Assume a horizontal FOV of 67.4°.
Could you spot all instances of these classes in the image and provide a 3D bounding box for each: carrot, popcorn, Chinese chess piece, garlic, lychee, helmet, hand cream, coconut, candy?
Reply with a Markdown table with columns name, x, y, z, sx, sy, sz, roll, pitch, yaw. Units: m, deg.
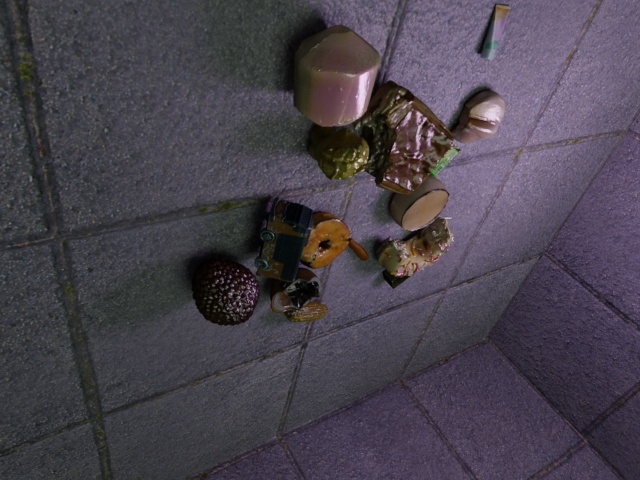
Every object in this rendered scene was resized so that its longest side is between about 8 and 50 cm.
| name | x | y | z | sx | sy | sz | roll | pitch | yaw |
| --- | --- | --- | --- | --- | --- | --- | --- | --- | --- |
| carrot | 0.153 | 0.030 | 2.092 | 0.043 | 0.043 | 0.248 | -42 | 143 | 4 |
| popcorn | 0.058 | -0.290 | 1.529 | 0.169 | 0.195 | 0.173 | -33 | 144 | 2 |
| Chinese chess piece | 0.422 | -0.159 | 2.051 | 0.258 | 0.104 | 0.257 | -22 | 146 | -16 |
| garlic | 0.657 | -0.485 | 1.921 | 0.228 | 0.110 | 0.217 | -9 | 131 | -34 |
| lychee | -0.331 | 0.177 | 1.668 | 0.236 | 0.236 | 0.271 | -40 | 130 | 1 |
| helmet | -0.113 | 0.188 | 1.957 | 0.225 | 0.130 | 0.198 | -28 | 140 | 2 |
| hand cream | 0.608 | -0.725 | 1.675 | 0.076 | 0.047 | 0.174 | -10 | 127 | -32 |
| coconut | 0.039 | -0.463 | 1.318 | 0.233 | 0.233 | 0.245 | -17 | 139 | -28 |
| candy | 0.503 | -0.334 | 2.011 | 0.102 | 0.032 | 0.178 | 21 | 115 | -47 |

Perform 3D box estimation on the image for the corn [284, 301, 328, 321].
| name | x | y | z | sx | sy | sz | roll | pitch | yaw |
| --- | --- | --- | --- | --- | --- | --- | --- | --- | --- |
| corn | -0.067 | 0.319 | 2.170 | 0.262 | 0.097 | 0.097 | 6 | 125 | -50 |

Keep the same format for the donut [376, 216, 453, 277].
| name | x | y | z | sx | sy | sz | roll | pitch | yaw |
| --- | --- | --- | --- | --- | --- | --- | --- | --- | --- |
| donut | 0.439 | 0.049 | 2.237 | 0.372 | 0.150 | 0.307 | -22 | 155 | -17 |

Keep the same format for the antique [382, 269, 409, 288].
| name | x | y | z | sx | sy | sz | roll | pitch | yaw |
| --- | --- | --- | --- | --- | --- | --- | --- | --- | --- |
| antique | 0.426 | 0.140 | 2.420 | 0.221 | 0.080 | 0.081 | -35 | 145 | -8 |

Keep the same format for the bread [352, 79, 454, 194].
| name | x | y | z | sx | sy | sz | roll | pitch | yaw |
| --- | --- | --- | --- | --- | --- | --- | --- | --- | --- |
| bread | 0.253 | -0.351 | 1.649 | 0.370 | 0.191 | 0.314 | 22 | 119 | -37 |

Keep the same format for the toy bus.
| name | x | y | z | sx | sy | sz | roll | pitch | yaw |
| --- | --- | --- | --- | --- | --- | --- | --- | --- | --- |
| toy bus | -0.128 | 0.001 | 1.680 | 0.167 | 0.138 | 0.275 | 14 | 127 | -3 |

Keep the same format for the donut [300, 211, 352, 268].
| name | x | y | z | sx | sy | sz | roll | pitch | yaw |
| --- | --- | --- | --- | --- | --- | --- | --- | --- | --- |
| donut | 0.002 | 0.000 | 1.865 | 0.254 | 0.118 | 0.253 | -25 | 145 | -19 |
